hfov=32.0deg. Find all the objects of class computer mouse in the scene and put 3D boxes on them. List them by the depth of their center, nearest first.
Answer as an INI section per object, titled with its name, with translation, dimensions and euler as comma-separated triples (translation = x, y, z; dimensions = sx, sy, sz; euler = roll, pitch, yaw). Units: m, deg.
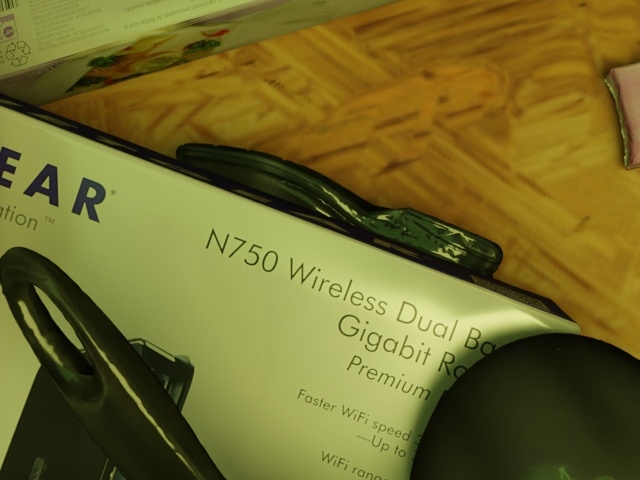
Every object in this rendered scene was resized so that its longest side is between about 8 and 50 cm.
[computer mouse]
translation = 0.132, 0.159, 0.427
dimensions = 0.188, 0.072, 0.272
euler = -32, 108, -7

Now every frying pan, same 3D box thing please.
[frying pan]
translation = -0.007, 0.161, 0.394
dimensions = 0.326, 0.053, 0.197
euler = 39, 122, 7

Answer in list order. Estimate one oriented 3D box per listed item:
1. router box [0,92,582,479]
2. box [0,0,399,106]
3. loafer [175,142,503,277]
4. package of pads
[router box]
translation = -0.101, 0.111, 0.493
dimensions = 0.335, 0.082, 0.301
euler = 20, 95, 3
[box]
translation = -0.036, -0.139, 0.565
dimensions = 0.323, 0.063, 0.067
euler = -15, 82, 8
[loafer]
translation = 0.000, 0.000, 0.545
dimensions = 0.170, 0.062, 0.061
euler = 22, 92, 13
[package of pads]
translation = 0.182, -0.067, 0.534
dimensions = 0.083, 0.032, 0.050
euler = -12, 83, 8
